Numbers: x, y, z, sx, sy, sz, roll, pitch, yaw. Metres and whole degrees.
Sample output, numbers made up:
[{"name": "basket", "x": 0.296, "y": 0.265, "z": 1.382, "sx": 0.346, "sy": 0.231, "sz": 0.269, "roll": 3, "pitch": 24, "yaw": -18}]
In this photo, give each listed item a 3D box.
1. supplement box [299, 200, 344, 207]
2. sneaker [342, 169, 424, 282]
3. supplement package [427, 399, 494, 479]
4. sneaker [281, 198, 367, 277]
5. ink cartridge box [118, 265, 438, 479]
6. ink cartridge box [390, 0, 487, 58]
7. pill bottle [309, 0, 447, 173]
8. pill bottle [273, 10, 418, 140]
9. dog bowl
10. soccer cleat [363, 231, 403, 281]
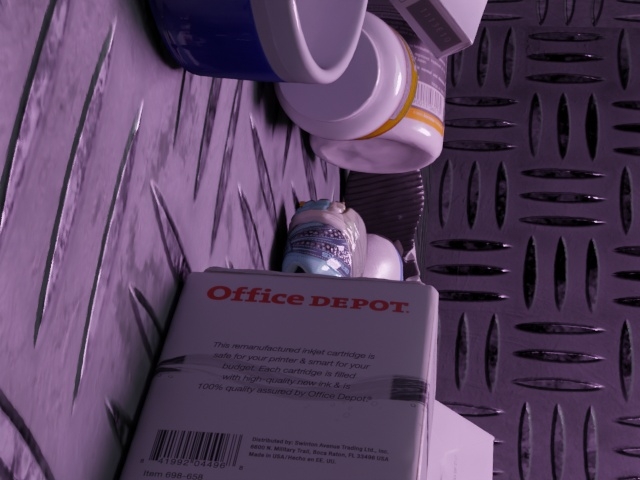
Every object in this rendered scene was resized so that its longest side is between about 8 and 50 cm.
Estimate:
[{"name": "supplement box", "x": 0.000, "y": 0.000, "z": 1.591, "sx": 0.043, "sy": 0.055, "sz": 0.083, "roll": 74, "pitch": 19, "yaw": -61}, {"name": "sneaker", "x": 0.086, "y": -0.020, "z": 2.052, "sx": 0.146, "sy": 0.122, "sz": 0.331, "roll": -109, "pitch": -167, "yaw": -59}, {"name": "supplement package", "x": 0.080, "y": 0.313, "z": 1.595, "sx": 0.203, "sy": 0.149, "sz": 0.194, "roll": -46, "pitch": -162, "yaw": 33}, {"name": "sneaker", "x": -0.001, "y": 0.101, "z": 1.524, "sx": 0.122, "sy": 0.110, "sz": 0.283, "roll": -61, "pitch": 146, "yaw": -52}, {"name": "ink cartridge box", "x": -0.023, "y": 0.151, "z": 0.977, "sx": 0.273, "sy": 0.197, "sz": 0.114, "roll": -77, "pitch": 168, "yaw": -50}, {"name": "ink cartridge box", "x": 0.101, "y": -0.382, "z": 1.577, "sx": 0.275, "sy": 0.060, "sz": 0.239, "roll": 47, "pitch": 43, "yaw": -26}, {"name": "pill bottle", "x": 0.074, "y": -0.233, "z": 1.664, "sx": 0.162, "sy": 0.162, "sz": 0.278, "roll": 67, "pitch": 26, "yaw": -71}, {"name": "pill bottle", "x": 0.025, "y": -0.172, "z": 1.429, "sx": 0.245, "sy": 0.136, "sz": 0.136, "roll": -26, "pitch": 118, "yaw": -80}, {"name": "dog bowl", "x": -0.037, "y": -0.247, "z": 0.993, "sx": 0.265, "sy": 0.104, "sz": 0.265, "roll": 4, "pitch": 90, "yaw": -76}, {"name": "soccer cleat", "x": 0.057, "y": 0.139, "z": 1.907, "sx": 0.143, "sy": 0.116, "sz": 0.331, "roll": -57, "pitch": 150, "yaw": -43}]
